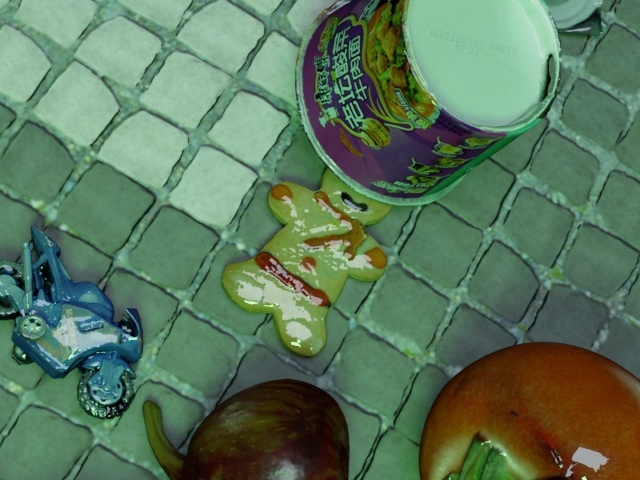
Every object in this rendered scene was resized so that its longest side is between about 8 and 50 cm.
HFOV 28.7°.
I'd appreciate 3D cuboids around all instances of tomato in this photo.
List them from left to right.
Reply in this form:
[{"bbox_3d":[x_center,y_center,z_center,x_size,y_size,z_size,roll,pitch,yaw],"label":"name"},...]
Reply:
[{"bbox_3d":[0.223,0.224,1.210,0.224,0.256,0.256,-19,77,-36],"label":"tomato"}]

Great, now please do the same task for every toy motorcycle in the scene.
[{"bbox_3d":[-0.248,0.082,1.248,0.205,0.076,0.114,43,60,5],"label":"toy motorcycle"}]

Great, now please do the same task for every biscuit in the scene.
[{"bbox_3d":[0.000,0.000,1.351,0.153,0.030,0.234,39,69,0],"label":"biscuit"}]

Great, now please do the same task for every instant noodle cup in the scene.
[{"bbox_3d":[0.123,-0.178,1.317,0.251,0.190,0.251,7,75,-26],"label":"instant noodle cup"}]

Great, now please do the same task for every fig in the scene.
[{"bbox_3d":[-0.075,0.223,1.202,0.207,0.175,0.175,-3,73,2],"label":"fig"}]

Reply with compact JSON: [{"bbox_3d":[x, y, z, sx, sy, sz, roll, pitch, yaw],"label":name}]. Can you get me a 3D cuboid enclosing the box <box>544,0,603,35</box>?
[{"bbox_3d":[0.187,-0.388,1.477,0.336,0.106,0.264,1,73,-12],"label":"box"}]
